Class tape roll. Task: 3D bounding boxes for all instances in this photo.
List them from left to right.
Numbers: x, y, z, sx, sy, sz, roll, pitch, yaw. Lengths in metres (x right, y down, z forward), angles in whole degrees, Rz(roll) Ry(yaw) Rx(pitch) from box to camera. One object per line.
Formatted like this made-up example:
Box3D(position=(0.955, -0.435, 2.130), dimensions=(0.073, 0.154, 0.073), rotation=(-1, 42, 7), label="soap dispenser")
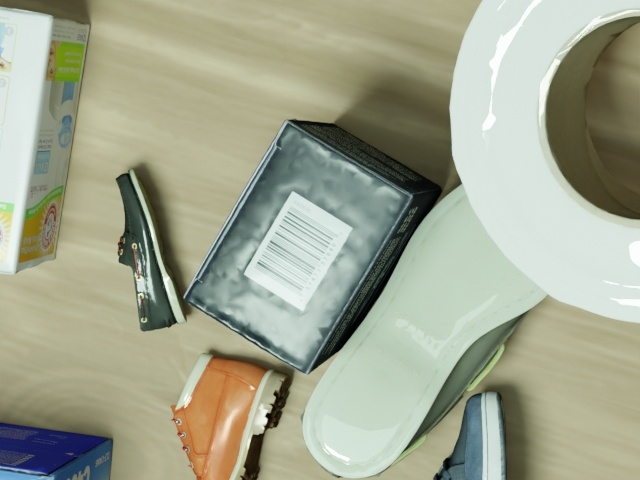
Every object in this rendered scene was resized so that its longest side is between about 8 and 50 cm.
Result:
Box3D(position=(0.238, -0.089, 1.200), dimensions=(0.286, 0.100, 0.286), rotation=(4, 99, 26), label="tape roll")

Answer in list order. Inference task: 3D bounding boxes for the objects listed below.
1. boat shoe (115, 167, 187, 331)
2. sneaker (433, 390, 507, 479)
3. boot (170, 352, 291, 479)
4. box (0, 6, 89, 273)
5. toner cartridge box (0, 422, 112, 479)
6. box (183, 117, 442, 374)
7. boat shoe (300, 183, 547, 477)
Box3D(position=(-0.145, 0.009, 1.397), dimensions=(0.042, 0.049, 0.133), rotation=(-15, 95, 2), label="boat shoe")
Box3D(position=(0.063, 0.222, 1.358), dimensions=(0.163, 0.086, 0.226), rotation=(8, 96, 6), label="sneaker")
Box3D(position=(-0.089, 0.169, 1.397), dimensions=(0.084, 0.059, 0.158), rotation=(20, 88, 10), label="boot")
Box3D(position=(-0.261, -0.084, 1.376), dimensions=(0.103, 0.114, 0.203), rotation=(10, 95, 7), label="box")
Box3D(position=(-0.358, 0.184, 1.384), dimensions=(0.347, 0.165, 0.075), rotation=(7, 96, 9), label="toner cartridge box")
Box3D(position=(0.000, 0.000, 1.294), dimensions=(0.108, 0.207, 0.153), rotation=(31, 97, 6), label="box")
Box3D(position=(0.096, 0.057, 1.334), dimensions=(0.109, 0.091, 0.305), rotation=(38, 80, 10), label="boat shoe")
